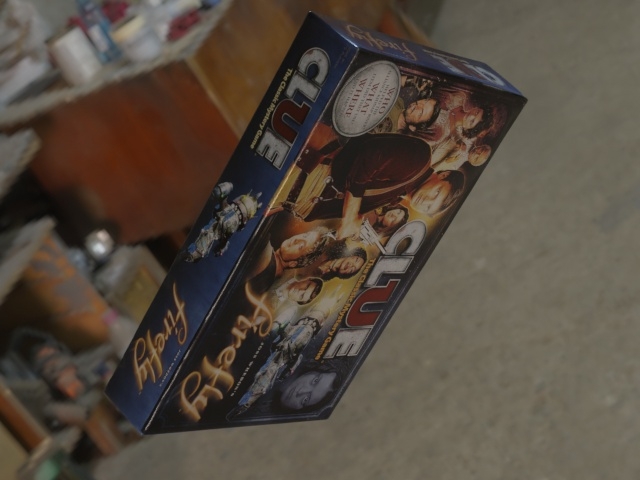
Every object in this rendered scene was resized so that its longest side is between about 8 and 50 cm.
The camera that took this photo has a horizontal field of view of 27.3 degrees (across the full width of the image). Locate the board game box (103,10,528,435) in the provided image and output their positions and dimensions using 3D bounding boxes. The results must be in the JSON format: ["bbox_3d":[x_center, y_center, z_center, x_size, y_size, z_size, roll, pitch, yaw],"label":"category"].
[{"bbox_3d":[0.000,0.000,0.744,0.042,0.165,0.243,43,113,32],"label":"board game box"}]
